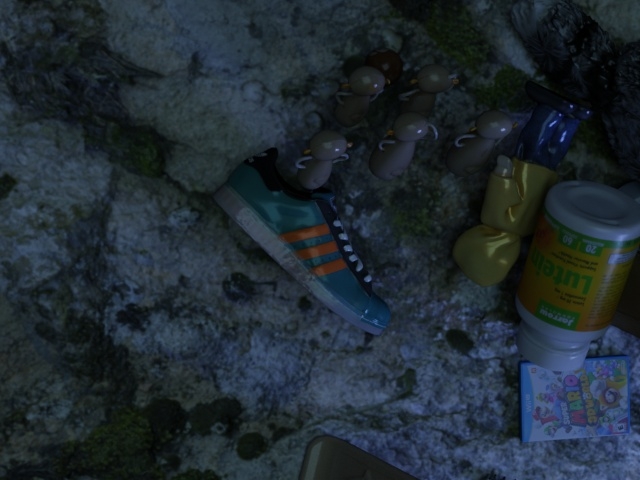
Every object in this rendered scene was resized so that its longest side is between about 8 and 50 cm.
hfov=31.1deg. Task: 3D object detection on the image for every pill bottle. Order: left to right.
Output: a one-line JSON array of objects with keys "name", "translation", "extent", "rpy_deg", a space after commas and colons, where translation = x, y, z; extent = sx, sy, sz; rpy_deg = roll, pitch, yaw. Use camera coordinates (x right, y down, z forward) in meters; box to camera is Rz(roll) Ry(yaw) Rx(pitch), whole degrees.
[{"name": "pill bottle", "translation": [0.346, 0.053, 1.577], "extent": [0.136, 0.136, 0.246], "rpy_deg": [6, 121, -9]}]

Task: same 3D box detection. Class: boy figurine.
[{"name": "boy figurine", "translation": [0.278, -0.070, 1.595], "extent": [0.092, 0.177, 0.285], "rpy_deg": [34, 108, 33]}]

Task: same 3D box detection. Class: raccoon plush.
[{"name": "raccoon plush", "translation": [0.524, -0.261, 1.587], "extent": [0.299, 0.216, 0.446], "rpy_deg": [-40, 92, -21]}]

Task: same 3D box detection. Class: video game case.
[{"name": "video game case", "translation": [0.373, 0.232, 1.689], "extent": [0.166, 0.015, 0.119], "rpy_deg": [-3, 96, -8]}]

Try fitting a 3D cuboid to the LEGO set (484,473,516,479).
[{"name": "LEGO set", "translation": [0.262, 0.370, 1.685], "extent": [0.054, 0.023, 0.083], "rpy_deg": [-14, 110, -5]}]

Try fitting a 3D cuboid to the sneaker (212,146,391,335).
[{"name": "sneaker", "translation": [0.000, 0.000, 1.569], "extent": [0.302, 0.108, 0.121], "rpy_deg": [43, 92, -8]}]

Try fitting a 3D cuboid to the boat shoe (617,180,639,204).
[{"name": "boat shoe", "translation": [0.412, -0.037, 1.657], "extent": [0.142, 0.049, 0.040], "rpy_deg": [-26, 134, -3]}]

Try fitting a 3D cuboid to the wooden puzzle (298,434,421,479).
[{"name": "wooden puzzle", "translation": [0.088, 0.465, 1.545], "extent": [0.080, 0.348, 0.322], "rpy_deg": [10, 94, -43]}]

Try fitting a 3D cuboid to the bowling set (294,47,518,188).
[{"name": "bowling set", "translation": [0.091, -0.185, 1.513], "extent": [0.287, 0.154, 0.200], "rpy_deg": [-8, 72, -16]}]

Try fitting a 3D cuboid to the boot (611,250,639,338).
[{"name": "boot", "translation": [0.490, 0.146, 1.587], "extent": [0.089, 0.269, 0.236], "rpy_deg": [-13, 116, -30]}]
